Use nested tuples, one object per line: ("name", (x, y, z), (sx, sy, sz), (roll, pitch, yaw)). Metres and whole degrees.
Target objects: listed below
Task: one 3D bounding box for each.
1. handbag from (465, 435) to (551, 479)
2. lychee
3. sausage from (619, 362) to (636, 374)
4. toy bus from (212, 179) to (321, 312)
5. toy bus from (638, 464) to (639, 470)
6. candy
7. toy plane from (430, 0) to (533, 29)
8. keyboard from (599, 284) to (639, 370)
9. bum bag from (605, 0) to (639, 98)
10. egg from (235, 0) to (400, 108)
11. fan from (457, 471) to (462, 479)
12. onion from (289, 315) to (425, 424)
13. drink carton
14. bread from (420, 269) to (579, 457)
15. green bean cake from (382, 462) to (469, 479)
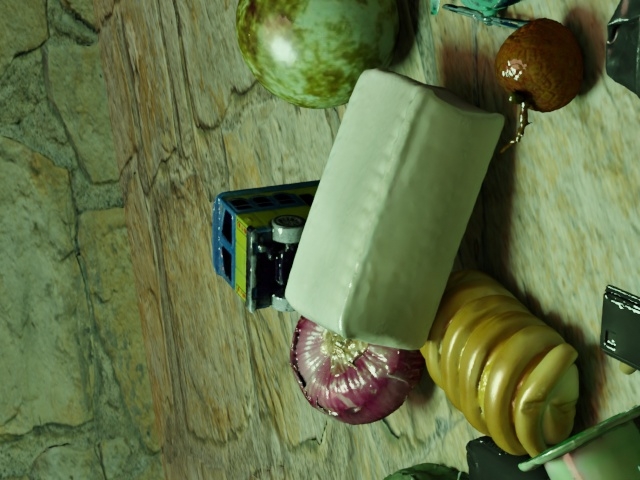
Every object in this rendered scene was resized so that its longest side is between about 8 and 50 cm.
("handbag", (0.280, 0.389, 1.587), (0.275, 0.088, 0.244), (23, 119, 62))
("lychee", (0.252, -0.185, 1.437), (0.114, 0.101, 0.140), (49, -140, -73))
("sausage", (0.362, 0.107, 1.374), (0.132, 0.024, 0.024), (111, 144, -49))
("toy bus", (0.000, 0.000, 1.850), (0.175, 0.288, 0.138), (-139, 46, -56))
("toy bus", (0.420, 0.245, 1.212), (0.262, 0.091, 0.109), (-19, 87, 68))
("candy", (0.093, -0.038, 1.654), (0.208, 0.145, 0.358), (31, 104, 65))
("toy plane", (0.199, -0.319, 1.581), (0.235, 0.060, 0.096), (31, 139, 56))
("keyboard", (0.378, 0.120, 1.301), (0.230, 0.025, 0.093), (29, 128, 52))
("bum bag", (0.367, -0.161, 1.229), (0.248, 0.060, 0.123), (-124, 35, -45))
("egg", (-0.007, -0.325, 1.830), (0.289, 0.238, 0.238), (-105, 20, -50))
("fan", (0.186, 0.344, 1.712), (0.056, 0.004, 0.083), (-41, 14, 35))
("onion", (0.071, 0.178, 1.936), (0.230, 0.163, 0.230), (-16, 58, 27))
("drink carton", (0.323, 0.274, 1.380), (0.144, 0.146, 0.142), (102, 143, -74))
("bread", (0.215, 0.154, 1.613), (0.311, 0.121, 0.173), (-136, 43, -59))
("green bean cake", (0.169, 0.446, 1.830), (0.222, 0.125, 0.227), (-173, 81, -66))
